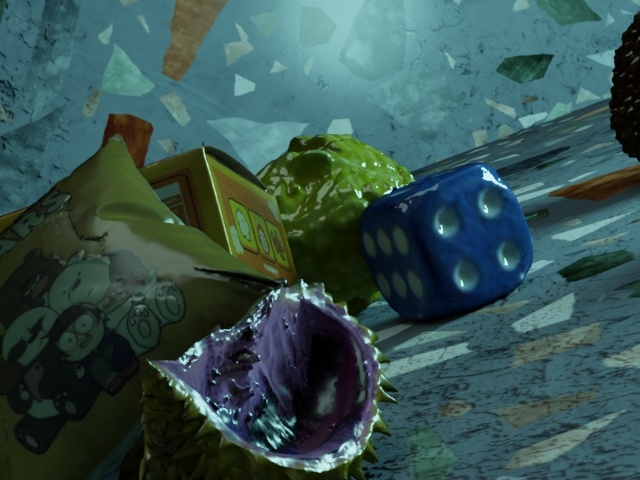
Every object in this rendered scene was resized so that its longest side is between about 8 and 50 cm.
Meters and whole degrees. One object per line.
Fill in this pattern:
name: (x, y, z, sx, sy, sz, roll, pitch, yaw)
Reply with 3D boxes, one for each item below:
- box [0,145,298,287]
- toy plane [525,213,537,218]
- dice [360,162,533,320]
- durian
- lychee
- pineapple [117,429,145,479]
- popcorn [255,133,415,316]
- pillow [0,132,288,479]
box: (-0.185, 0.057, 1.473, 0.283, 0.214, 0.259, -17, -12, 11)
toy plane: (0.215, -0.015, 1.951, 0.096, 0.060, 0.235, -7, -1, -11)
dice: (0.137, 0.000, 1.579, 0.146, 0.146, 0.143, -22, 5, -25)
durian: (-0.046, 0.134, 1.042, 0.186, 0.154, 0.260, -44, -5, 39)
lychee: (0.512, -0.212, 1.993, 0.271, 0.271, 0.271, -19, 6, 2)
pineapple: (-0.074, 0.147, 1.270, 0.233, 0.079, 0.135, -11, 15, 27)
popcorn: (0.000, 0.000, 1.738, 0.237, 0.206, 0.251, -19, -35, -51)
pillow: (-0.217, 0.075, 1.246, 0.310, 0.119, 0.312, -47, 46, -4)
